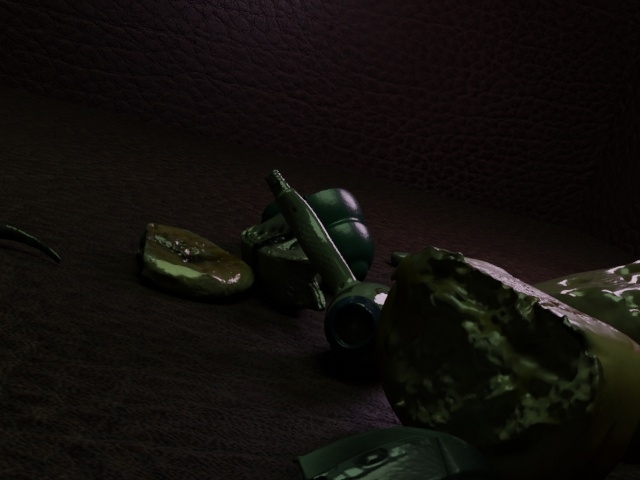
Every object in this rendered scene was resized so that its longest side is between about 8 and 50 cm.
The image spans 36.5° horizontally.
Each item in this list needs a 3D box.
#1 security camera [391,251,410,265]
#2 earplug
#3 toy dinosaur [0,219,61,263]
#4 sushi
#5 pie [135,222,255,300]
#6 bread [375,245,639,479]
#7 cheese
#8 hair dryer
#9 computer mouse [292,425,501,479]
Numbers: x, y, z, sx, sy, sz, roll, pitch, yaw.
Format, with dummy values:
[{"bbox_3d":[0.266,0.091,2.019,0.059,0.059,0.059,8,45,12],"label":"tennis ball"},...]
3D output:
[{"bbox_3d":[0.196,0.043,2.071,0.092,0.058,0.058,3,12,-8],"label":"security camera"},{"bbox_3d":[-0.006,0.006,1.738,0.163,0.257,0.280,-19,46,-21],"label":"earplug"},{"bbox_3d":[-0.461,0.005,1.262,0.179,0.087,0.187,53,28,-4],"label":"toy dinosaur"},{"bbox_3d":[-0.064,0.041,1.497,0.109,0.134,0.273,2,28,-10],"label":"sushi"},{"bbox_3d":[-0.187,0.037,1.445,0.185,0.052,0.218,19,11,-18],"label":"pie"},{"bbox_3d":[0.214,0.156,1.072,0.270,0.211,0.315,18,13,-48],"label":"bread"},{"bbox_3d":[0.444,0.100,1.394,0.326,0.115,0.318,-11,3,10],"label":"cheese"},{"bbox_3d":[0.051,0.062,1.364,0.296,0.119,0.298,40,20,-58],"label":"hair dryer"},{"bbox_3d":[0.079,0.211,0.887,0.231,0.071,0.126,8,13,-38],"label":"computer mouse"}]
